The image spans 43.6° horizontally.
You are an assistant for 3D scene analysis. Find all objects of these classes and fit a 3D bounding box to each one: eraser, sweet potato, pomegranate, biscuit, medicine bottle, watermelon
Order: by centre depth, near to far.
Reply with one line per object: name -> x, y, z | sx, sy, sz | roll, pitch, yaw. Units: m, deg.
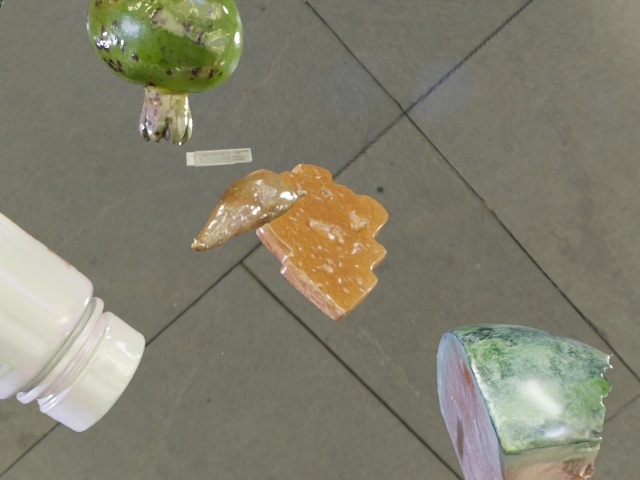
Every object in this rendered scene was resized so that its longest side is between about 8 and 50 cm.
watermelon -> 0.195, 0.181, 0.699 | 0.148, 0.318, 0.226 | -7, 81, 2
medicine bottle -> -0.352, 0.080, 0.902 | 0.293, 0.170, 0.170 | 40, 103, -20
sweet potato -> -0.093, -0.036, 0.907 | 0.068, 0.226, 0.068 | 10, 112, 26
pomegranate -> -0.201, -0.250, 1.046 | 0.202, 0.202, 0.247 | 8, 103, -4
biscuit -> 0.000, 0.000, 1.283 | 0.284, 0.306, 0.043 | 14, 136, -27
eraser -> -0.191, -0.158, 1.511 | 0.122, 0.052, 0.029 | -5, 97, -6

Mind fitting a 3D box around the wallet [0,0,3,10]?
wallet -> -0.825, -0.570, 1.648 | 0.342, 0.075, 0.237 | 7, 146, -30
